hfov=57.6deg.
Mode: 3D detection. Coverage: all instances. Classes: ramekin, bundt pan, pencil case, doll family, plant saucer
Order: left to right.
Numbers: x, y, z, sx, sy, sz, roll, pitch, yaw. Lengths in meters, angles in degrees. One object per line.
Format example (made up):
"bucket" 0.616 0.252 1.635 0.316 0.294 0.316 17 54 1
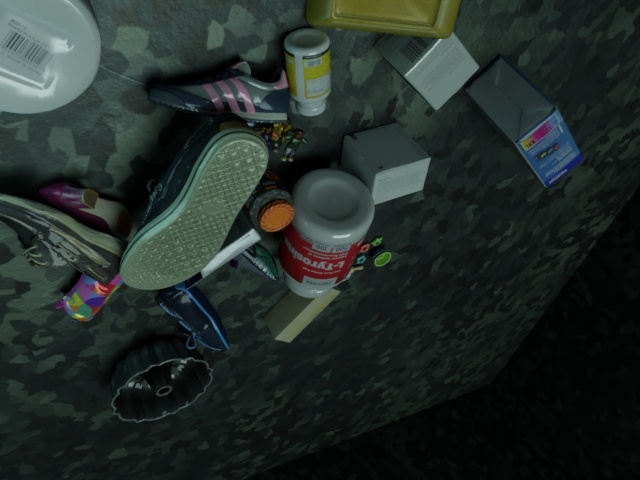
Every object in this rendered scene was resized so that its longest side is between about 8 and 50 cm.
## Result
"ramekin" -0.510 -0.351 0.982 0.277 0.135 0.277 -21 142 -17
"pencil case" -0.569 0.106 1.492 0.236 0.104 0.104 -47 142 15
"bundt pan" -0.523 0.438 1.882 0.331 0.124 0.330 -21 143 -17
"doll family" -0.125 -0.266 1.430 0.193 0.076 0.111 0 137 -34
"plant saucer" 0.145 -0.559 1.172 0.333 0.081 0.332 5 136 -3

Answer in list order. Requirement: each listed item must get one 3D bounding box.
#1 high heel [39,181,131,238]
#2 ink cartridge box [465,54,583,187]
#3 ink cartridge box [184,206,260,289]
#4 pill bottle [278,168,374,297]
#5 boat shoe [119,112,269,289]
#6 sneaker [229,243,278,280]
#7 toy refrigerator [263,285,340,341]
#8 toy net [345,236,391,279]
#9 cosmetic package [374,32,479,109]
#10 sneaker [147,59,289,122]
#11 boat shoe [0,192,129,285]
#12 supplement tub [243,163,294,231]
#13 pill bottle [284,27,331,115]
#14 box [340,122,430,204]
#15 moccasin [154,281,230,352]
"high heel" -0.541 -0.065 1.364 0.117 0.082 0.244 7 166 13
"ink cartridge box" 0.628 -0.337 1.762 0.151 0.270 0.395 -39 144 15
"ink cartridge box" -0.279 -0.007 1.481 0.224 0.223 0.045 -36 127 -1
"pill bottle" 0.000 0.000 1.668 0.229 0.229 0.407 -18 154 -21
"boat shoe" -0.291 -0.076 1.301 0.187 0.156 0.500 19 123 -37
"sneaker" -0.212 0.063 1.755 0.098 0.083 0.223 -20 142 16
"toy refrigerator" -0.063 0.224 2.011 0.269 0.102 0.094 -46 142 15
"toy net" 0.135 0.082 2.050 0.232 0.045 0.122 -31 144 -3
"cosmetic package" 0.264 -0.455 1.446 0.151 0.151 0.184 -44 142 15
"sneaker" -0.217 -0.335 1.280 0.319 0.112 0.131 0 103 -31
"boat shoe" -0.583 0.004 1.274 0.355 0.132 0.130 30 75 -39
"supplement tub" -0.147 -0.117 1.480 0.117 0.190 0.117 -21 143 -18
"pill bottle" -0.027 -0.384 1.344 0.103 0.103 0.184 -22 143 -16
"box" 0.177 -0.216 1.626 0.182 0.181 0.119 -18 141 -21
"moccasin" -0.389 0.234 1.773 0.117 0.137 0.342 -28 130 -2
